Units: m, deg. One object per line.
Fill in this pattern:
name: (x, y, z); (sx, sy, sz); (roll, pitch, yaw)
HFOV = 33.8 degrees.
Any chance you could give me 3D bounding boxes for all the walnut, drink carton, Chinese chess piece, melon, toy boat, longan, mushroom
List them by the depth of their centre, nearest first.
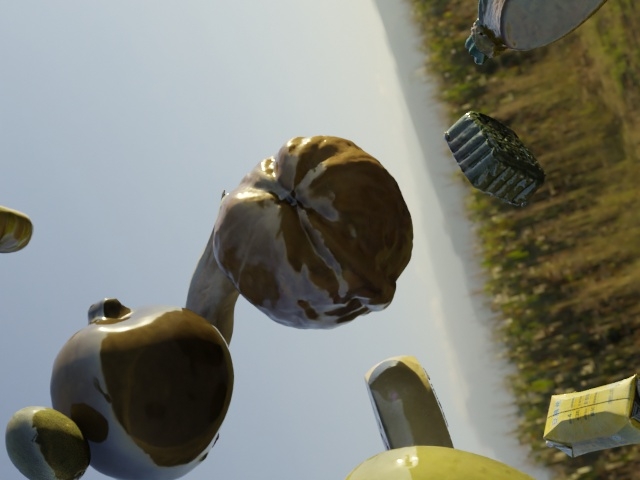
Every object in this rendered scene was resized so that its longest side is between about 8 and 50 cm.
toy boat: (0.190, -0.217, 0.845); (0.089, 0.229, 0.088); (33, -143, -13)
drink carton: (0.345, 0.232, 1.360); (0.074, 0.200, 0.084); (32, -124, -23)
melon: (-0.375, 0.282, 1.442); (0.130, 0.098, 0.098); (32, 179, 17)
longan: (-0.267, 0.219, 1.608); (0.300, 0.243, 0.300); (35, -144, -31)
walnut: (-0.003, -0.002, 1.679); (0.344, 0.306, 0.306); (54, -160, -56)
Chinese chess piece: (0.149, 0.313, 1.724); (0.251, 0.097, 0.251); (162, 90, -87)
mushroom: (-0.182, 0.082, 1.889); (0.097, 0.109, 0.351); (48, 128, 51)

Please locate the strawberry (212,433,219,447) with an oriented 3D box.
strawberry: (-0.244, 0.336, 1.860); (0.082, 0.188, 0.121); (7, -140, -36)

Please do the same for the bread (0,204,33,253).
bread: (-0.679, -0.033, 2.095); (0.213, 0.213, 0.105); (39, -112, -71)

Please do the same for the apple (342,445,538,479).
apple: (0.123, 0.344, 0.920); (0.295, 0.257, 0.233); (74, -151, -50)

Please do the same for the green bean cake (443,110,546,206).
green bean cake: (0.359, -0.170, 2.152); (0.181, 0.094, 0.173); (20, -147, -37)
